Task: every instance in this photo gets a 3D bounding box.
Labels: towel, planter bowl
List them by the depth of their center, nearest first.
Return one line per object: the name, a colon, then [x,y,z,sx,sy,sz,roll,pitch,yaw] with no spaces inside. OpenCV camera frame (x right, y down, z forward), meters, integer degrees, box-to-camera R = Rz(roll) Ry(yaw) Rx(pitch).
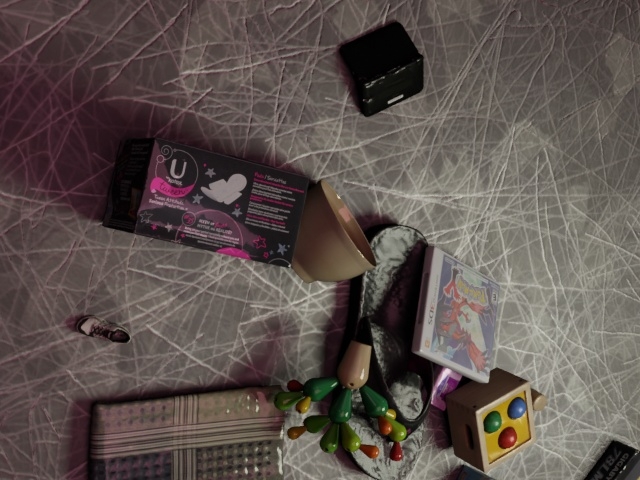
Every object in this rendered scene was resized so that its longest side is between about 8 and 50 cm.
planter bowl: [0.000,0.000,1.678,0.109,0.162,0.162,-31,113,10]
towel: [-0.205,0.388,1.690,0.324,0.056,0.312,-1,96,-24]

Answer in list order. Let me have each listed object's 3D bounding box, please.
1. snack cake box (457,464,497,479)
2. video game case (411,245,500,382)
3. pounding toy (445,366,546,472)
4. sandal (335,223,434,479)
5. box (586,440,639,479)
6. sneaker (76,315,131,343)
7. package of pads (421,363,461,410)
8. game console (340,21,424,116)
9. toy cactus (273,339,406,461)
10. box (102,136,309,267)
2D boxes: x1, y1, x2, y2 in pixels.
snack cake box: [0.275,0.558,1.927,0.152,0.089,0.264,30,84,-28]
video game case: [0.233,0.128,1.816,0.201,0.023,0.183,28,65,-42]
pounding toy: [0.339,0.325,1.907,0.206,0.094,0.181,-23,115,-28]
sandal: [0.117,0.197,1.780,0.168,0.107,0.445,-4,100,-27]
box: [0.590,0.593,2.102,0.295,0.073,0.293,-49,114,-11]
sneaker: [-0.319,0.133,1.591,0.083,0.037,0.032,14,94,-26]
package of pads: [0.212,0.251,1.879,0.050,0.032,0.083,30,85,-27]
game console: [0.101,-0.278,1.752,0.122,0.071,0.107,-27,139,-20]
toy cactus: [0.043,0.250,1.702,0.219,0.112,0.180,17,88,7]
box: [-0.168,-0.058,1.566,0.247,0.163,0.142,14,88,-28]
